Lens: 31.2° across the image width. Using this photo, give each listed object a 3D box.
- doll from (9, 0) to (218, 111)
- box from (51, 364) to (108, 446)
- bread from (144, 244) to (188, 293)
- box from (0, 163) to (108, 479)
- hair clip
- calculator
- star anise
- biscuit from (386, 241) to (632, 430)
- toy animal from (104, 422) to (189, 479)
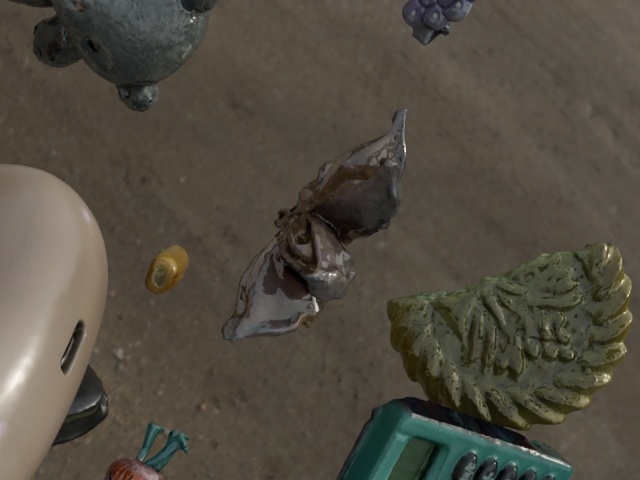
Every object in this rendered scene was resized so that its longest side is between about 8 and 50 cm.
[{"bbox_3d":[-0.287,-0.292,1.316,0.340,0.246,0.158,31,32,6],"label":"doll"},{"bbox_3d":[-0.448,0.144,1.253,0.350,0.091,0.359,-11,31,-34],"label":"box"},{"bbox_3d":[-0.230,0.046,1.729,0.049,0.062,0.103,21,10,1],"label":"bread"},{"bbox_3d":[-0.175,0.047,0.507,0.146,0.088,0.200,1,44,15],"label":"box"},{"bbox_3d":[0.175,-0.336,1.456,0.052,0.195,0.124,5,30,-41],"label":"hair clip"},{"bbox_3d":[0.120,0.303,1.201,0.274,0.248,0.058,22,11,-30],"label":"calculator"},{"bbox_3d":[0.011,-0.012,0.837,0.063,0.172,0.208,41,26,-10],"label":"star anise"},{"bbox_3d":[0.222,0.114,1.253,0.273,0.036,0.187,-19,86,-1],"label":"biscuit"},{"bbox_3d":[-0.207,0.312,1.306,0.103,0.100,0.208,24,83,18],"label":"toy animal"}]
